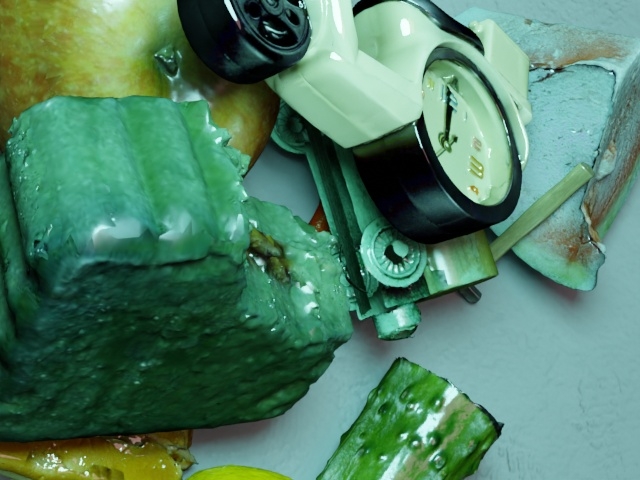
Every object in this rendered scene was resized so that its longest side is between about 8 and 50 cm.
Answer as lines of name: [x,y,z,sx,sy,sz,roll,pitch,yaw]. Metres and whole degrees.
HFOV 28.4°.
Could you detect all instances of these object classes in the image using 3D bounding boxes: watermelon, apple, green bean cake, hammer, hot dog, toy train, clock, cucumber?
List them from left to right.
hot dog: [-0.231,0.168,1.119,0.269,0.072,0.109,17,73,-21]
apple: [-0.165,-0.169,1.103,0.309,0.250,0.277,49,66,-9]
green bean cake: [-0.122,0.027,1.024,0.308,0.300,0.169,2,53,-30]
clock: [0.045,-0.167,1.067,0.379,0.120,0.276,41,45,-36]
cucumber: [0.056,0.236,1.206,0.134,0.134,0.244,43,78,-11]
toy train: [0.068,-0.063,1.196,0.189,0.126,0.307,-15,82,-18]
hammer: [0.198,-0.014,1.275,0.062,0.199,0.013,43,32,-2]
watermelon: [0.283,-0.128,1.304,0.290,0.214,0.320,-22,82,-26]

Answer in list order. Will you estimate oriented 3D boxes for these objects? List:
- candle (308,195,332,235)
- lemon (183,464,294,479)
candle: [0.000,0.000,1.256,0.051,0.048,0.329,21,69,24]
lemon: [-0.071,0.290,1.083,0.192,0.231,0.192,0,94,-3]
